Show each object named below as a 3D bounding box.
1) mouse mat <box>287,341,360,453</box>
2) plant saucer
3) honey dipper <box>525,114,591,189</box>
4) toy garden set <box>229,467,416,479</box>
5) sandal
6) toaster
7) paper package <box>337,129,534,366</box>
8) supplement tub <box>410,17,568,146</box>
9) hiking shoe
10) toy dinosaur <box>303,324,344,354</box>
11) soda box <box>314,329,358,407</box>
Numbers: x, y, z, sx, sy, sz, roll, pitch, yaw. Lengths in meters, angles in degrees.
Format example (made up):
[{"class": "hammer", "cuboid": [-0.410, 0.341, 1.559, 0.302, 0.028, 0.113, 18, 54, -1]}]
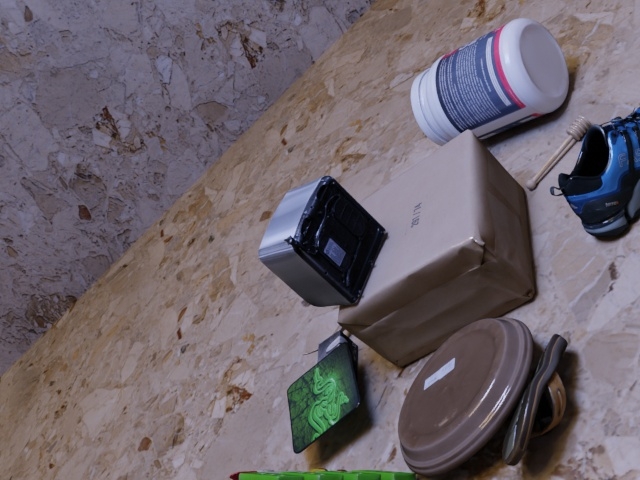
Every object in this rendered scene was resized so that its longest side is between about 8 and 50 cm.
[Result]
[{"class": "mouse mat", "cuboid": [0.002, 0.270, 1.698, 0.153, 0.007, 0.189, -41, 26, 15]}, {"class": "plant saucer", "cuboid": [0.207, 0.224, 1.463, 0.278, 0.041, 0.278, -49, 14, 17]}, {"class": "honey dipper", "cuboid": [0.425, -0.156, 1.759, 0.160, 0.030, 0.030, -50, 24, 3]}, {"class": "toy garden set", "cuboid": [-0.014, 0.372, 1.466, 0.204, 0.244, 0.049, -15, 71, 54]}, {"class": "sandal", "cuboid": [0.308, 0.219, 1.338, 0.219, 0.060, 0.090, -52, -16, -44]}, {"class": "toaster", "cuboid": [0.000, 0.000, 1.631, 0.110, 0.186, 0.168, -17, 40, 45]}, {"class": "paper package", "cuboid": [0.198, 0.015, 1.703, 0.309, 0.168, 0.324, -33, 28, 29]}, {"class": "supplement tub", "cuboid": [0.334, -0.306, 1.938, 0.272, 0.191, 0.191, -20, 36, 45]}, {"class": "hiking shoe", "cuboid": [0.485, -0.153, 1.522, 0.304, 0.132, 0.113, -55, 25, -17]}, {"class": "toy dinosaur", "cuboid": [0.060, 0.144, 1.884, 0.211, 0.064, 0.112, -54, 5, -38]}, {"class": "soda box", "cuboid": [0.030, 0.243, 1.767, 0.060, 0.053, 0.169, -36, 27, 24]}]
